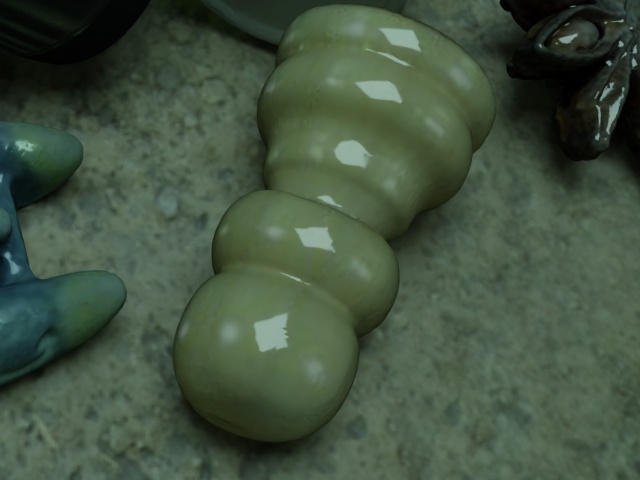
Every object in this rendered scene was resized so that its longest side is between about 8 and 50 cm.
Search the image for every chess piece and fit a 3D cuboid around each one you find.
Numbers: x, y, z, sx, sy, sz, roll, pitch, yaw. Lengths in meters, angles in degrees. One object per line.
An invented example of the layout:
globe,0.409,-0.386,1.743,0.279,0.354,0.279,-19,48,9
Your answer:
chess piece,0.000,0.000,1.105,0.167,0.167,0.300,22,66,2

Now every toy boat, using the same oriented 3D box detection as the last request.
toy boat,-0.298,0.007,1.045,0.330,0.123,0.215,-9,64,-18

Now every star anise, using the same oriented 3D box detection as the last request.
star anise,0.218,-0.160,1.255,0.223,0.109,0.236,52,47,-7

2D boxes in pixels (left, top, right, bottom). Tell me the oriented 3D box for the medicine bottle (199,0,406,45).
medicine bottle,0.030,-0.345,1.259,0.211,0.211,0.371,22,58,1

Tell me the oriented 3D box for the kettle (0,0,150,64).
kettle,-0.269,-0.260,1.096,0.271,0.207,0.250,15,16,-49
